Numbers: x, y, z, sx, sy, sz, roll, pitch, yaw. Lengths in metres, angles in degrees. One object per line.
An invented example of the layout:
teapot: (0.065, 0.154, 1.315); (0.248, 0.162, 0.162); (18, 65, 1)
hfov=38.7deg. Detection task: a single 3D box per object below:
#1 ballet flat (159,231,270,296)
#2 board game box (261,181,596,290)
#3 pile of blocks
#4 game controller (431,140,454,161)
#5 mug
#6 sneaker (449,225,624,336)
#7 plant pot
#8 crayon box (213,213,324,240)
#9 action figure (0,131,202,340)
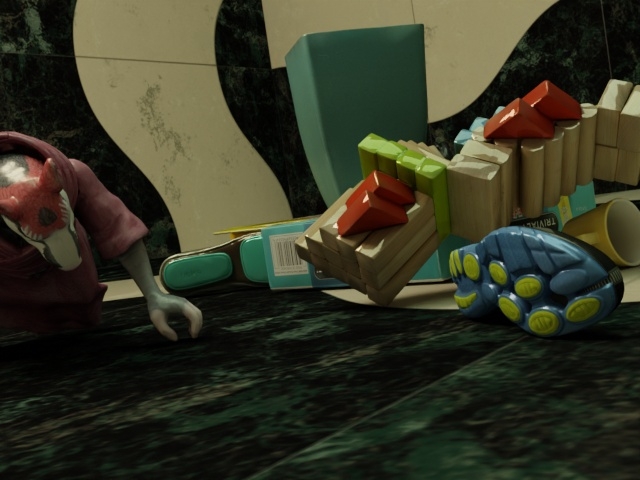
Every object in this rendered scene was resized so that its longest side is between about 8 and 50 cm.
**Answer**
ballet flat: (-0.103, 0.030, 1.188); (0.213, 0.072, 0.068); (-9, -2, 9)
board game box: (0.140, -0.008, 1.101); (0.254, 0.079, 0.336); (-6, 3, 44)
pile of blocks: (0.142, -0.083, 0.807); (0.362, 0.112, 0.149); (-24, 48, -11)
game controller: (0.176, -0.072, 1.037); (0.167, 0.067, 0.319); (7, 5, 7)
mug: (0.249, -0.005, 0.830); (0.078, 0.062, 0.064); (28, -27, -29)
sneaker: (0.139, 0.018, 0.577); (0.078, 0.067, 0.188); (-15, 0, -9)
plant pot: (0.055, -0.162, 1.266); (0.166, 0.234, 0.165); (-7, 2, -10)
crayon box: (0.000, 0.000, 1.406); (0.202, 0.081, 0.318); (-7, 2, 25)
action figure: (-0.255, -0.022, 0.795); (0.248, 0.275, 0.370); (-3, -14, -24)
